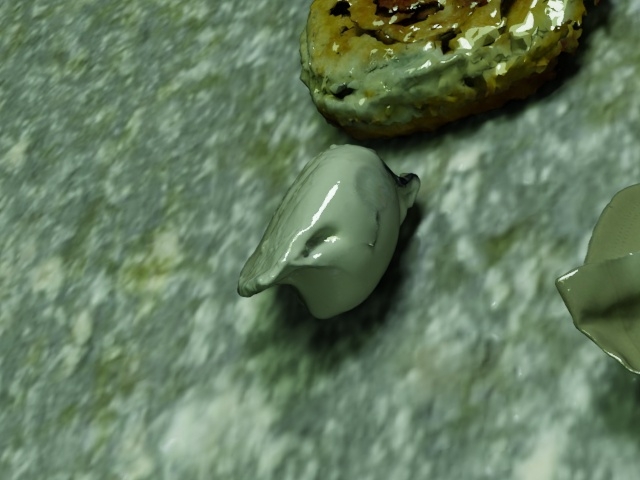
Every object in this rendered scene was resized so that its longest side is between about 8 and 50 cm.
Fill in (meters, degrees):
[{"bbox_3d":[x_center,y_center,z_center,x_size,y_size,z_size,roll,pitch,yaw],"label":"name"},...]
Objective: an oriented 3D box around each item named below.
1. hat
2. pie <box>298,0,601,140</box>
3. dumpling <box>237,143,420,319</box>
[{"bbox_3d":[0.253,0.023,1.009,0.166,0.144,0.173,-15,-3,29],"label":"hat"},{"bbox_3d":[0.099,-0.198,1.350,0.308,0.085,0.308,-22,39,19],"label":"pie"},{"bbox_3d":[0.000,-0.001,1.201,0.150,0.092,0.176,-32,30,44],"label":"dumpling"}]
